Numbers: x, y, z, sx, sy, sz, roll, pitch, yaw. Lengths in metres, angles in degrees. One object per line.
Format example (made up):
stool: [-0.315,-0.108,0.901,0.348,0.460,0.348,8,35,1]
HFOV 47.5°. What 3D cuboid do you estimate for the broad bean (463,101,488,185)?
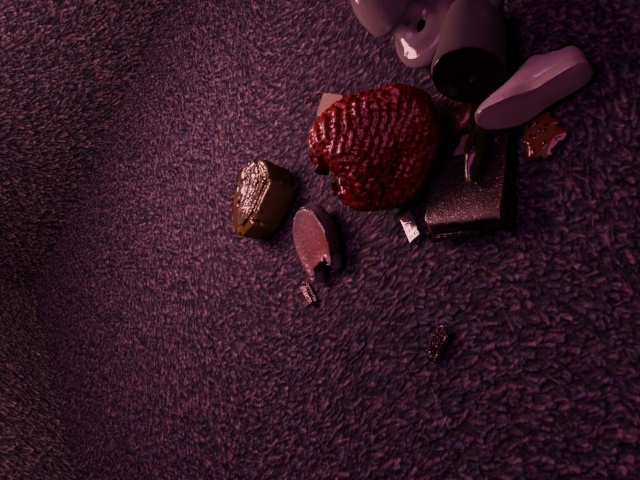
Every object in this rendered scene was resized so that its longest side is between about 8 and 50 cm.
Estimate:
broad bean: [0.361,-0.257,1.669,0.060,0.043,0.298,-13,58,40]

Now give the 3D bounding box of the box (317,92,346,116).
box: [0.048,-0.388,2.142,0.122,0.062,0.089,21,95,51]

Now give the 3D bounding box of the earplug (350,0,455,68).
earplug: [0.223,-0.590,1.905,0.325,0.175,0.214,39,111,18]

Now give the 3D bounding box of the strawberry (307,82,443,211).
strawberry: [0.157,-0.239,1.806,0.351,0.267,0.312,-32,92,36]

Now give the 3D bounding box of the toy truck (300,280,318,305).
toy truck: [-0.034,0.153,2.096,0.032,0.024,0.083,-40,48,7]

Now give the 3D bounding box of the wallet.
wallet: [0.349,-0.134,1.685,0.221,0.071,0.262,-13,61,49]

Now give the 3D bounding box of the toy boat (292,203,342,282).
toy boat: [0.000,0.000,2.078,0.155,0.085,0.227,-45,57,44]

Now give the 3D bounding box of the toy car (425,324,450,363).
toy car: [0.274,0.239,1.683,0.041,0.025,0.093,38,111,48]

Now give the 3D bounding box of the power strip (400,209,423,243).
power strip: [0.229,-0.034,1.837,0.040,0.016,0.090,-46,47,33]

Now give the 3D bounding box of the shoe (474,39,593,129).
shoe: [0.457,-0.339,1.586,0.265,0.095,0.110,-23,47,30]

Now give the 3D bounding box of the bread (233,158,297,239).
bread: [-0.185,-0.123,2.296,0.186,0.124,0.257,28,102,51]

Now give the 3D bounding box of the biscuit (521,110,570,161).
biscuit: [0.481,-0.234,1.589,0.119,0.019,0.130,-35,52,39]

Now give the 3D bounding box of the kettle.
kettle: [0.335,-0.446,1.701,0.221,0.161,0.237,-36,33,49]

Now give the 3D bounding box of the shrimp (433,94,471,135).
shrimp: [0.295,-0.363,1.842,0.296,0.058,0.169,30,95,47]
